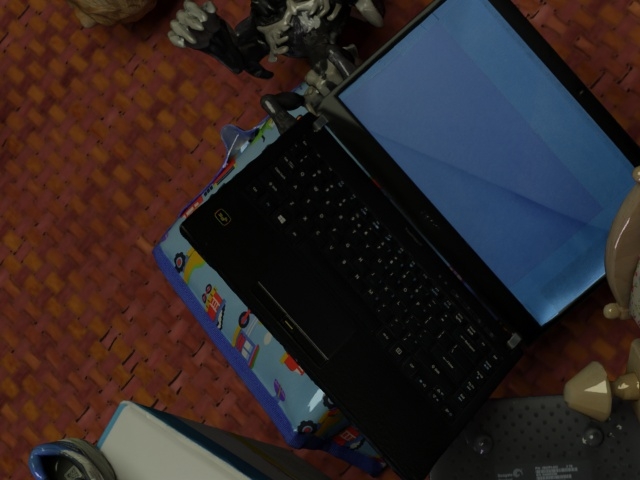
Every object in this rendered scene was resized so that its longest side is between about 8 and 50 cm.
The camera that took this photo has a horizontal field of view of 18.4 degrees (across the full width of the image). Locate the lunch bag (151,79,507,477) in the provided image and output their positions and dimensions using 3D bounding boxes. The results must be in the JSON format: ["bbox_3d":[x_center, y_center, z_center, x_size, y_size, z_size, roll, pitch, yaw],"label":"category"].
[{"bbox_3d":[0.000,0.000,1.555,0.221,0.138,0.293,-48,55,8],"label":"lunch bag"}]

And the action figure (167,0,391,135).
[{"bbox_3d":[-0.017,-0.161,1.512,0.164,0.141,0.275,-33,47,13],"label":"action figure"}]

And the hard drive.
[{"bbox_3d":[0.162,0.238,1.408,0.172,0.054,0.254,-3,72,-10],"label":"hard drive"}]

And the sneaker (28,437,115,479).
[{"bbox_3d":[-0.145,0.180,1.298,0.135,0.058,0.052,38,94,26],"label":"sneaker"}]

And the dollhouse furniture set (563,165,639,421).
[{"bbox_3d":[0.206,0.124,1.224,0.174,0.355,0.303,-8,42,-12],"label":"dollhouse furniture set"}]

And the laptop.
[{"bbox_3d":[0.083,-0.014,1.338,0.234,0.264,0.136,48,135,-2],"label":"laptop"}]

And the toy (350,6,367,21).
[{"bbox_3d":[0.031,-0.314,1.652,0.137,0.056,0.237,25,88,28],"label":"toy"}]

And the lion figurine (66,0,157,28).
[{"bbox_3d":[-0.104,-0.373,1.688,0.392,0.142,0.240,-37,72,8],"label":"lion figurine"}]

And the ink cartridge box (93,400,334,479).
[{"bbox_3d":[-0.057,0.262,1.424,0.197,0.270,0.198,30,91,27],"label":"ink cartridge box"}]
